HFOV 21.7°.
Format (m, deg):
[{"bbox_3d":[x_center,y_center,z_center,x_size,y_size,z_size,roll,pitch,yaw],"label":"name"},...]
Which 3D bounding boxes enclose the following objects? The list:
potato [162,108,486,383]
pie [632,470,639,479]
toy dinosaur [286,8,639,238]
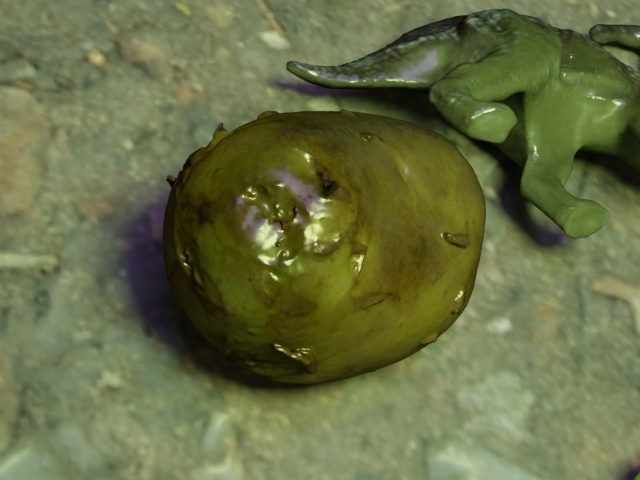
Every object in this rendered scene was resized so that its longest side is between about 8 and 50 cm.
[{"bbox_3d":[0.000,0.000,0.808,0.176,0.137,0.137,5,51,-42],"label":"potato"},{"bbox_3d":[0.278,0.181,0.802,0.306,0.071,0.306,9,52,-12],"label":"pie"},{"bbox_3d":[0.136,-0.076,0.936,0.294,0.077,0.162,8,32,-31],"label":"toy dinosaur"}]
